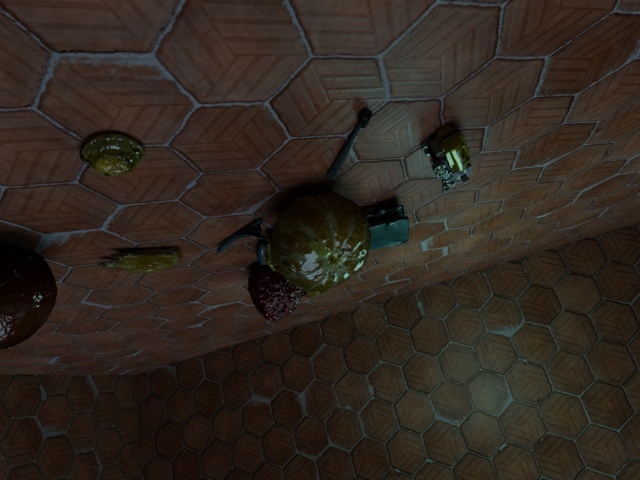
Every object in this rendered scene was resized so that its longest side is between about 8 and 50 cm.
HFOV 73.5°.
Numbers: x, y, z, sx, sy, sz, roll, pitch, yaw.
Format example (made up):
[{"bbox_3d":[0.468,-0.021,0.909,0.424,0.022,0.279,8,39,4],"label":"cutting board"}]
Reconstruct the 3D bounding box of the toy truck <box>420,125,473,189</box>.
[{"bbox_3d":[0.377,-0.238,1.247,0.114,0.098,0.227,-28,155,18],"label":"toy truck"}]

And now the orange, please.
[{"bbox_3d":[0.000,0.000,1.349,0.329,0.249,0.330,-19,132,-22],"label":"orange"}]

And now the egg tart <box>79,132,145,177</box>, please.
[{"bbox_3d":[-0.444,-0.177,0.924,0.130,0.052,0.130,-15,159,-6],"label":"egg tart"}]

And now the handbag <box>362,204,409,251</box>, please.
[{"bbox_3d":[0.202,-0.045,1.633,0.268,0.100,0.274,-15,159,11],"label":"handbag"}]

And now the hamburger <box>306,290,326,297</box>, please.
[{"bbox_3d":[-0.034,0.181,1.956,0.115,0.162,0.162,-12,163,-43],"label":"hamburger"}]

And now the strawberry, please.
[{"bbox_3d":[-0.191,0.228,1.837,0.273,0.221,0.274,6,154,3],"label":"strawberry"}]

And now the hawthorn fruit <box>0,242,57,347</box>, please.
[{"bbox_3d":[-0.879,0.153,1.167,0.315,0.316,0.316,-13,159,-5],"label":"hawthorn fruit"}]

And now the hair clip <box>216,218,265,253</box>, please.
[{"bbox_3d":[-0.279,-0.006,1.477,0.229,0.070,0.039,-20,163,35],"label":"hair clip"}]

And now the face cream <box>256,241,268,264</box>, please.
[{"bbox_3d":[-0.115,0.043,1.675,0.284,0.067,0.139,-5,152,-26],"label":"face cream"}]

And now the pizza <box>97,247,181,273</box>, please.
[{"bbox_3d":[-0.612,0.069,1.458,0.261,0.034,0.181,1,153,-37],"label":"pizza"}]

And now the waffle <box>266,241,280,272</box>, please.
[{"bbox_3d":[-0.062,0.025,1.571,0.281,0.058,0.301,-13,142,-16],"label":"waffle"}]

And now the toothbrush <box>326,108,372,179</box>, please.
[{"bbox_3d":[0.070,-0.241,1.135,0.030,0.031,0.297,18,153,-9],"label":"toothbrush"}]
